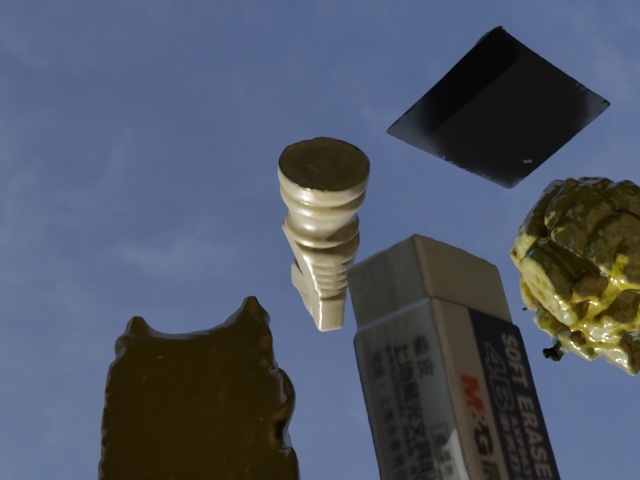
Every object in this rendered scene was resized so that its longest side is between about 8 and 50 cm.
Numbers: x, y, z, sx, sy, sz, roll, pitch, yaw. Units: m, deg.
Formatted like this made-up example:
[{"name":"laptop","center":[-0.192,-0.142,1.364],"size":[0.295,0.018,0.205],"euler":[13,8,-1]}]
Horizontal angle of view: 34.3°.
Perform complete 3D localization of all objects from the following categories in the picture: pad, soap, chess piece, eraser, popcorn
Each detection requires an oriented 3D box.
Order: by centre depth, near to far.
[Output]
[{"name":"eraser","center":[0.103,0.143,0.745],"size":[0.124,0.081,0.278],"euler":[19,-128,-47]},{"name":"soap","center":[-0.077,0.259,0.868],"size":[0.156,0.335,0.293],"euler":[-10,-135,-2]},{"name":"chess piece","center":[0.000,0.000,1.062],"size":[0.090,0.090,0.200],"euler":[-32,-39,-34]},{"name":"pad","center":[0.200,-0.136,1.133],"size":[0.265,0.159,0.009],"euler":[17,-142,-48]},{"name":"popcorn","center":[0.341,0.043,1.223],"size":[0.249,0.249,0.225],"euler":[16,-81,-33]}]
